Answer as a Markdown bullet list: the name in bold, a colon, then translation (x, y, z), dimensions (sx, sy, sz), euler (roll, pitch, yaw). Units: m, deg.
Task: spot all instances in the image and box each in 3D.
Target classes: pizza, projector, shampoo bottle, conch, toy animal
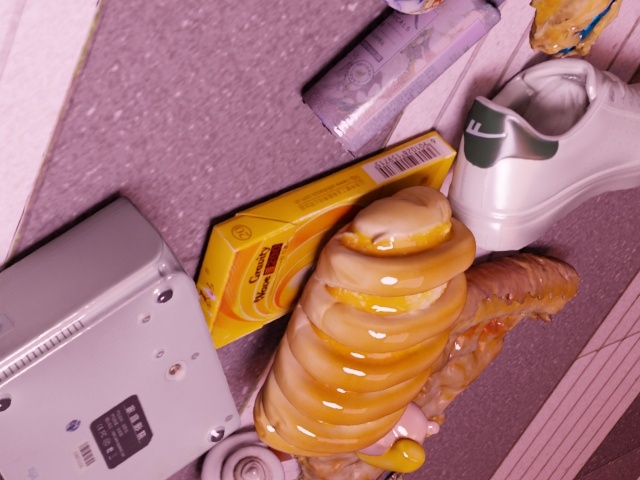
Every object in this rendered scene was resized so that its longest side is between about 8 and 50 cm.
- **pizza**: translation (0.098, 0.152, 1.715), dimensions (0.435, 0.080, 0.392), euler (-47, 154, 7)
- **projector**: translation (-0.182, 0.115, 1.174), dimensions (0.198, 0.108, 0.250), euler (-34, 141, -18)
- **shampoo bottle**: translation (0.082, -0.164, 1.204), dimensions (0.214, 0.072, 0.072), euler (-42, 155, 4)
- **conch**: translation (-0.079, 0.267, 1.627), dimensions (0.176, 0.094, 0.104), euler (80, 19, -66)
- **toy animal**: translation (0.065, 0.197, 1.584), dimensions (0.082, 0.114, 0.091), euler (-66, -175, -20)

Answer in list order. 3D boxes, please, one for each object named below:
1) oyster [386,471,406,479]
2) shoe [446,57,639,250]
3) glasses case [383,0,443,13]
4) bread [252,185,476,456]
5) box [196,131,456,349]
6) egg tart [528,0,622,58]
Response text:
- **oyster**: translation (0.099, 0.354, 2.098), dimensions (0.054, 0.019, 0.083), euler (-9, 139, -50)
- **shoe**: translation (0.260, -0.126, 1.475), dimensions (0.363, 0.132, 0.160), euler (-27, 134, -39)
- **glasses case**: translation (0.120, -0.276, 1.087), dimensions (0.087, 0.065, 0.248), euler (-10, 140, -56)
- **bread**: translation (0.047, 0.088, 1.392), dimensions (0.173, 0.121, 0.311), euler (-22, 148, -38)
- **box**: translation (0.000, 0.000, 1.373), dimensions (0.269, 0.043, 0.152), euler (-23, 149, -35)
- **egg tart**: translation (0.220, -0.270, 1.115), dimensions (0.291, 0.107, 0.291), euler (-58, 180, -1)
